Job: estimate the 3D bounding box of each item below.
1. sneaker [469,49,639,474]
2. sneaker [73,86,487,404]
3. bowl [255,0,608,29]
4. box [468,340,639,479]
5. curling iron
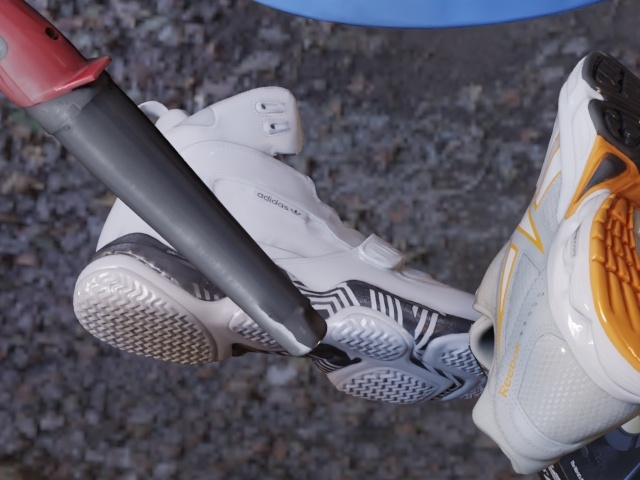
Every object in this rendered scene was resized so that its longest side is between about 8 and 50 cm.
[{"bbox_3d":[0.121,0.004,0.698,0.099,0.262,0.121,39,124,-10],"label":"sneaker"},{"bbox_3d":[0.000,0.000,1.137,0.365,0.210,0.137,10,153,-9],"label":"sneaker"},{"bbox_3d":[0.089,-0.252,0.861,0.391,0.391,0.077,-3,130,8],"label":"bowl"},{"bbox_3d":[0.214,0.113,1.014,0.147,0.077,0.180,-33,112,-9],"label":"box"},{"bbox_3d":[-0.086,-0.067,0.501,0.274,0.068,0.035,51,152,-7],"label":"curling iron"}]
